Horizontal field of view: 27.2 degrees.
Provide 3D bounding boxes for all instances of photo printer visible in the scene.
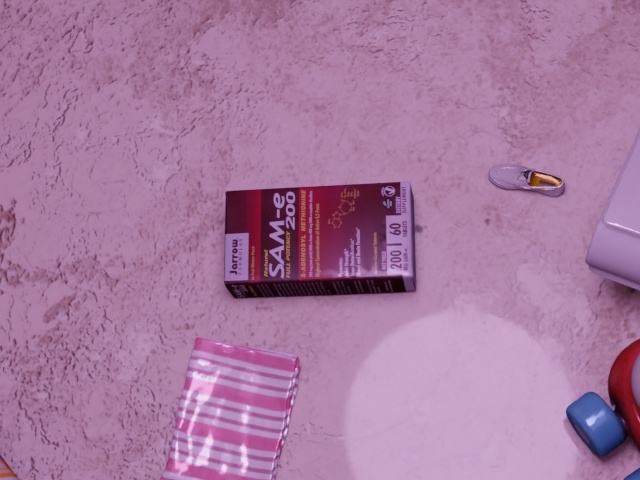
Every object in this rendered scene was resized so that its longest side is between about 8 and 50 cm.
[{"bbox_3d":[0.497,-0.016,1.566,0.308,0.107,0.256,21,49,14],"label":"photo printer"}]

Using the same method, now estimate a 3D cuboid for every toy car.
[{"bbox_3d":[0.418,0.184,1.481,0.219,0.238,0.210,-34,71,-4],"label":"toy car"}]

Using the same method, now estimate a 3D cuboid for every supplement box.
[{"bbox_3d":[0.000,0.000,1.687,0.239,0.073,0.130,-3,72,8],"label":"supplement box"}]

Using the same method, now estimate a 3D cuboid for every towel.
[{"bbox_3d":[-0.112,0.226,1.650,0.144,0.029,0.197,9,73,11],"label":"towel"}]

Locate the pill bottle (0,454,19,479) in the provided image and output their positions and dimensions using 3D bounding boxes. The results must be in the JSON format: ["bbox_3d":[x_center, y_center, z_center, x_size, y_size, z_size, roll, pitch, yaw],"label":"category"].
[{"bbox_3d":[-0.500,0.255,1.629,0.152,0.152,0.272,-40,72,-6],"label":"pill bottle"}]

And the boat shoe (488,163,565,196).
[{"bbox_3d":[0.265,-0.080,1.697,0.100,0.035,0.035,16,75,12],"label":"boat shoe"}]
